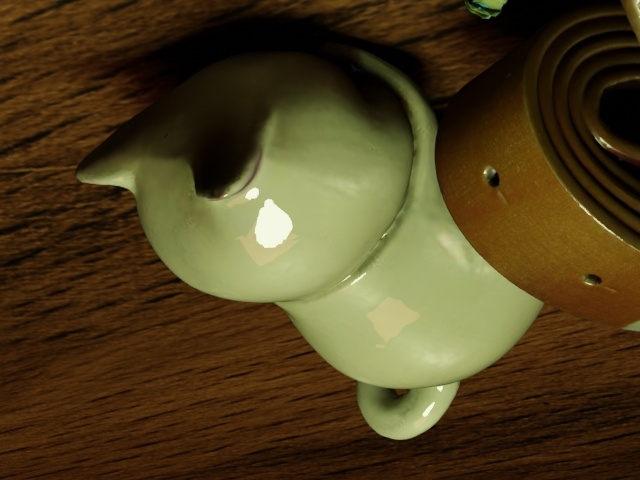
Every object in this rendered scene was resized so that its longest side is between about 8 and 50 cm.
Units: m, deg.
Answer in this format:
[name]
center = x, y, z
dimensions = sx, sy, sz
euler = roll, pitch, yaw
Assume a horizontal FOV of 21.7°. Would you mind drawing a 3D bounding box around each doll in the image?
[doll]
center = 0.023, -0.015, 1.267
dimensions = 0.215, 0.226, 0.370
euler = 19, 163, 48

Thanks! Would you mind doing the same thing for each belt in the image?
[belt]
center = 0.251, -0.043, 1.174
dimensions = 0.339, 0.217, 0.122
euler = 14, 152, -27

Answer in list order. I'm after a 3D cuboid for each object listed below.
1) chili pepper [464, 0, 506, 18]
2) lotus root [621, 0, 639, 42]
[chili pepper]
center = 0.066, -0.221, 0.867
dimensions = 0.165, 0.173, 0.261
euler = 5, 150, -3
[lotus root]
center = 0.337, -0.174, 0.904
dimensions = 0.375, 0.111, 0.390
euler = -38, 122, 15
